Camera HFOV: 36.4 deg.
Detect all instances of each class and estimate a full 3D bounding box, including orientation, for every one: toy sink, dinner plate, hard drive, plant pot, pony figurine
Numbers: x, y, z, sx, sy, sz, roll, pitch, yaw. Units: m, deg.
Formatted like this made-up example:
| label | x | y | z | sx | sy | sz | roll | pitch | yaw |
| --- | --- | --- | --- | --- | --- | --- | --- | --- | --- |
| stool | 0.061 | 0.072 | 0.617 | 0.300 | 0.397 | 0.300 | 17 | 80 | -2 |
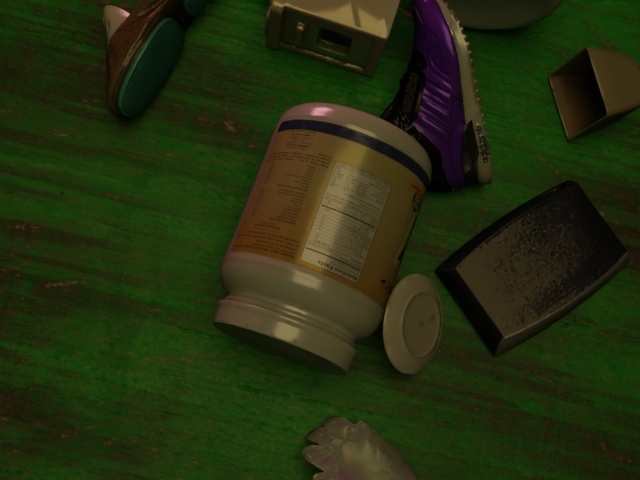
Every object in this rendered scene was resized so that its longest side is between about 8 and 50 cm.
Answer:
| label | x | y | z | sx | sy | sz | roll | pitch | yaw |
| --- | --- | --- | --- | --- | --- | --- | --- | --- | --- |
| toy sink | -0.008 | -0.348 | 1.423 | 0.234 | 0.153 | 0.131 | 19 | 77 | -2 |
| dinner plate | 0.135 | 0.117 | 1.358 | 0.017 | 0.141 | 0.141 | 3 | 73 | 39 |
| hard drive | 0.316 | 0.034 | 1.422 | 0.254 | 0.054 | 0.172 | -33 | 83 | -11 |
| plant pot | 0.425 | -0.225 | 1.466 | 0.096 | 0.109 | 0.109 | -11 | 79 | -20 |
| pony figurine | 0.046 | 0.410 | 1.203 | 0.351 | 0.363 | 0.303 | 34 | 84 | 18 |

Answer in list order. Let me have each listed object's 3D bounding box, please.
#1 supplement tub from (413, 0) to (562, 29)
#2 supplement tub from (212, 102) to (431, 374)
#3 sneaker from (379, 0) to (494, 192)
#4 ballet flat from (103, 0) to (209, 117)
| label | x | y | z | sx | sy | sz | roll | pitch | yaw |
| --- | --- | --- | --- | --- | --- | --- | --- | --- | --- |
| supplement tub | 0.260 | -0.503 | 1.438 | 0.235 | 0.235 | 0.325 | 10 | 77 | -3 |
| supplement tub | 0.000 | 0.000 | 1.310 | 0.228 | 0.228 | 0.316 | 21 | 77 | -1 |
| sneaker | 0.150 | -0.206 | 1.406 | 0.146 | 0.102 | 0.293 | -15 | 99 | 1 |
| ballet flat | -0.238 | -0.342 | 1.417 | 0.124 | 0.116 | 0.342 | 31 | 87 | 16 |
